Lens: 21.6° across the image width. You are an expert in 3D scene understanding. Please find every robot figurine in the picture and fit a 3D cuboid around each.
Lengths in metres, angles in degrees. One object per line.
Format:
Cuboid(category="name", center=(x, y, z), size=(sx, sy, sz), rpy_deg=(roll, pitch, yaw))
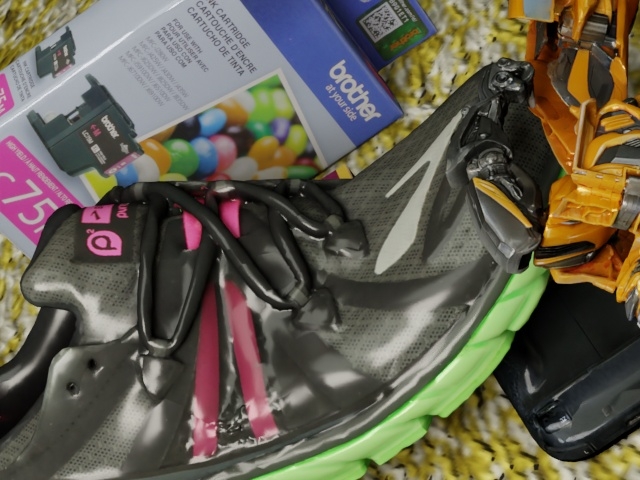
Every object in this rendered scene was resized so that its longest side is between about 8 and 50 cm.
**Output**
Cuboid(category="robot figurine", center=(0.178, -0.082, 0.884), size=(0.211, 0.085, 0.291), rpy_deg=(11, 49, 0))

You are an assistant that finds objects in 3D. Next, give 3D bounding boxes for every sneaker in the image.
Cuboid(category="sneaker", center=(-0.057, 0.044, 0.959), size=(0.483, 0.202, 0.185), rpy_deg=(-35, 20, 5))

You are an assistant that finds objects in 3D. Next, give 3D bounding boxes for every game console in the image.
Cuboid(category="game console", center=(0.250, -0.019, 0.936), size=(0.361, 0.044, 0.213), rpy_deg=(-35, 44, 6))

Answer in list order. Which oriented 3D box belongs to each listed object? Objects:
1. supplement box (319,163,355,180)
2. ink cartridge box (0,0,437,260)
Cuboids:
Cuboid(category="supplement box", center=(0.000, 0.000, 1.074), size=(0.083, 0.055, 0.043), rpy_deg=(-34, 40, 9))
Cuboid(category="ink cartridge box", center=(-0.080, -0.092, 1.104), size=(0.311, 0.186, 0.065), rpy_deg=(-35, 43, 6))
